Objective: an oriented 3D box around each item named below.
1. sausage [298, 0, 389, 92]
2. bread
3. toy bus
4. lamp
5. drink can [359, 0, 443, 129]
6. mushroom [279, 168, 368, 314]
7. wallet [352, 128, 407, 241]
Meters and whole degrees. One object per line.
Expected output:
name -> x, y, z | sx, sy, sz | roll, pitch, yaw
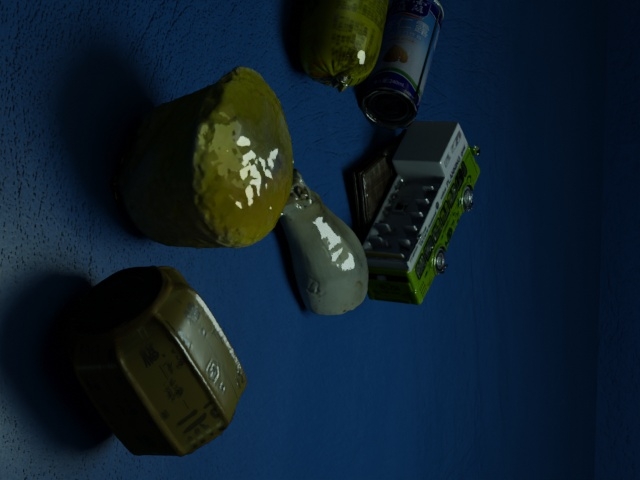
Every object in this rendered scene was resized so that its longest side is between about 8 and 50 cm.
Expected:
sausage -> 0.042, -0.370, 1.612 | 0.123, 0.123, 0.347 | 44, 49, -52
bread -> -0.122, -0.087, 1.225 | 0.197, 0.170, 0.197 | 16, 71, -59
toy bus -> 0.157, -0.047, 1.738 | 0.302, 0.113, 0.139 | -63, 142, -34
lamp -> -0.171, 0.126, 1.135 | 0.161, 0.161, 0.185 | -62, 140, -44
drink can -> 0.138, -0.301, 1.815 | 0.097, 0.097, 0.235 | 56, 42, -44
mushroom -> 0.000, 0.000, 1.530 | 0.116, 0.093, 0.225 | -42, 132, -30
wallet -> 0.110, -0.095, 1.798 | 0.230, 0.042, 0.124 | -40, 128, -53
